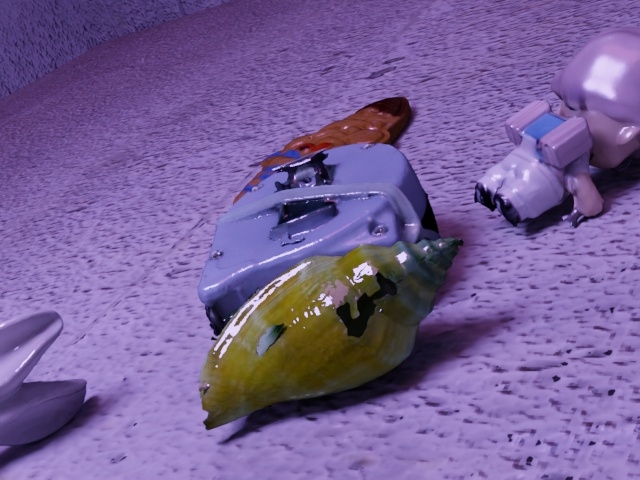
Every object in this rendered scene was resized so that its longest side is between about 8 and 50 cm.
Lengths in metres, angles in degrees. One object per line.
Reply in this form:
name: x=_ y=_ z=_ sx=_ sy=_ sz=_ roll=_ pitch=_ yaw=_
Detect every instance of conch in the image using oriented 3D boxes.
conch: x=0.007 y=0.054 z=0.646 sx=0.201 sy=0.079 sz=0.095 roll=-18 pitch=53 yaw=11

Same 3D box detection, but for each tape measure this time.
tape measure: x=0.000 y=-0.003 z=0.769 sx=0.182 sy=0.107 sz=0.181 roll=-24 pitch=27 yaw=7

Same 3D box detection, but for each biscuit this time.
biscuit: x=0.009 y=-0.097 z=1.085 sx=0.280 sy=0.043 sz=0.183 roll=-40 pitch=30 yaw=-30

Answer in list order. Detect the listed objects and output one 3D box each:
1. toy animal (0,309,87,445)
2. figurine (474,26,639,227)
toy animal: x=-0.285 y=0.142 z=0.722 sx=0.221 sy=0.103 sz=0.131 roll=-24 pitch=20 yaw=2
figurine: x=0.220 y=-0.097 z=0.765 sx=0.229 sy=0.112 sz=0.137 roll=-37 pitch=28 yaw=-6
